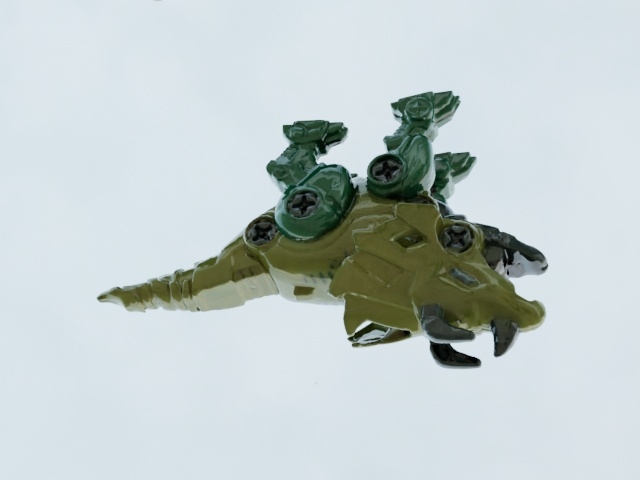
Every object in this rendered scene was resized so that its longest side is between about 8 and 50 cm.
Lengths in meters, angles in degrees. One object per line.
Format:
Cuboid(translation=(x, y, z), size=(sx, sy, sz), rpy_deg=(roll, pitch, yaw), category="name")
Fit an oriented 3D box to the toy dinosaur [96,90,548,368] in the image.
Cuboid(translation=(0.000, 0.000, 0.745), size=(0.259, 0.094, 0.153), rpy_deg=(-2, -127, 15), category="toy dinosaur")
